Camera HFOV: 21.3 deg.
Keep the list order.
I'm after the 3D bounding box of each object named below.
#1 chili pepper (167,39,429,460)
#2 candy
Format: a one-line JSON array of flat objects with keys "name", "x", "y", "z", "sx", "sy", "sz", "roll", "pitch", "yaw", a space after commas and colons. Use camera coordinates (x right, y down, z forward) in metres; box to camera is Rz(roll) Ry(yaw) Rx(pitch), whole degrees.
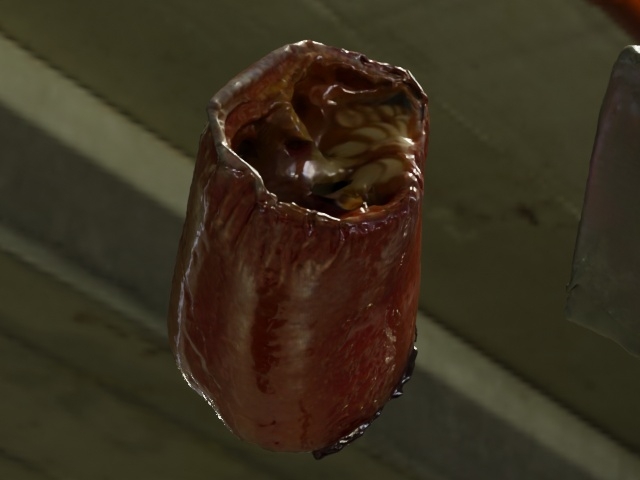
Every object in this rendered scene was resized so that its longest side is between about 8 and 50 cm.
[{"name": "chili pepper", "x": 0.000, "y": 0.000, "z": 1.396, "sx": 0.229, "sy": 0.251, "sz": 0.305, "roll": 43, "pitch": -34, "yaw": 19}, {"name": "candy", "x": 0.254, "y": -0.015, "z": 0.997, "sx": 0.185, "sy": 0.195, "sz": 0.137, "roll": -4, "pitch": 20, "yaw": -36}]
